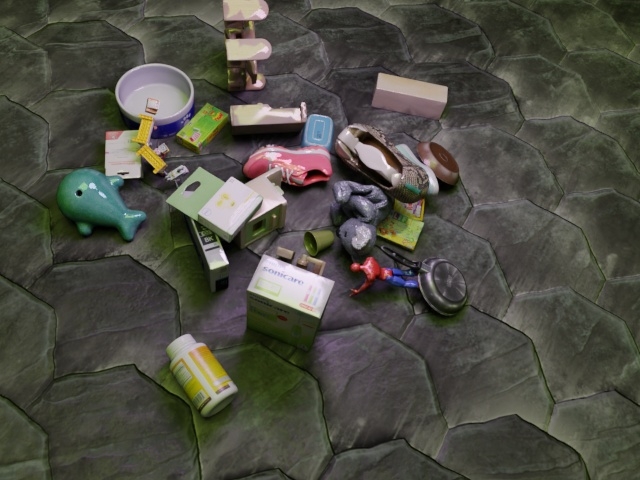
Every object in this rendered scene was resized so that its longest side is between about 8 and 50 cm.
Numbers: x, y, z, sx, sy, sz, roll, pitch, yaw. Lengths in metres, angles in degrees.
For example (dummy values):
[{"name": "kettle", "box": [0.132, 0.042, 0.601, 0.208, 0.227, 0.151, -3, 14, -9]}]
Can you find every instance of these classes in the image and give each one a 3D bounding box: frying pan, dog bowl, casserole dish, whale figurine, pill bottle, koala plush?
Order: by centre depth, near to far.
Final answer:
[{"name": "pill bottle", "box": [-0.330, 0.364, 1.552, 0.117, 0.117, 0.215, -33, 70, -23]}, {"name": "whale figurine", "box": [-0.677, -0.109, 1.748, 0.272, 0.141, 0.216, 34, 83, -2]}, {"name": "frying pan", "box": [0.351, 0.089, 1.790, 0.326, 0.053, 0.197, 51, 50, -2]}, {"name": "koala plush", "box": [0.128, -0.047, 1.802, 0.203, 0.196, 0.221, 5, 65, 0]}, {"name": "dog bowl", "box": [-0.579, -0.493, 2.010, 0.264, 0.104, 0.265, 4, 60, -6]}, {"name": "casserole dish", "box": [-0.008, -0.393, 2.074, 0.114, 0.037, 0.189, 9, 61, -2]}]

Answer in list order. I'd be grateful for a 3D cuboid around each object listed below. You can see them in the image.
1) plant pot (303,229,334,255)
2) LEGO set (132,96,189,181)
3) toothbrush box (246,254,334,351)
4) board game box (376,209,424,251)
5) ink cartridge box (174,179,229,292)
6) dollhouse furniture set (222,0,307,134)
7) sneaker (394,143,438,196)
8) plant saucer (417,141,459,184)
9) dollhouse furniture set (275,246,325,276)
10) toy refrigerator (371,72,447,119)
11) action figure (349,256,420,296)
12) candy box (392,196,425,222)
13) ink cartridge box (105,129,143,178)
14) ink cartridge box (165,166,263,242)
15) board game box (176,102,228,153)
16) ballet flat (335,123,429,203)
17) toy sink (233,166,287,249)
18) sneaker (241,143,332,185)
[{"name": "plant pot", "box": [0.000, 0.000, 1.835, 0.079, 0.083, 0.083, -17, 64, -31]}, {"name": "LEGO set", "box": [-0.542, -0.317, 1.880, 0.132, 0.107, 0.287, -22, 84, -4]}, {"name": "toothbrush box", "box": [-0.092, 0.182, 1.594, 0.206, 0.283, 0.122, 21, 60, 3]}, {"name": "board game box", "box": [0.256, -0.040, 1.902, 0.154, 0.026, 0.104, 23, 74, 5]}, {"name": "ink cartridge box", "box": [-0.362, -0.021, 1.739, 0.065, 0.165, 0.333, -19, 66, -18]}, {"name": "dollhouse furniture set", "box": [-0.197, -0.585, 1.985, 0.256, 0.362, 0.395, -4, 89, -9]}, {"name": "sneaker", "box": [0.285, -0.220, 1.954, 0.151, 0.094, 0.256, -22, 53, -19]}, {"name": "plant saucer", "box": [0.427, -0.285, 2.017, 0.198, 0.036, 0.199, 27, 38, -23]}, {"name": "dollhouse furniture set", "box": [-0.074, 0.101, 1.740, 0.151, 0.144, 0.123, 18, 89, 1]}, {"name": "toy refrigerator", "box": [0.339, -0.552, 2.176, 0.269, 0.102, 0.094, 11, 60, -1]}, {"name": "action figure", "box": [0.201, 0.127, 1.789, 0.280, 0.139, 0.092, 16, 55, -25]}, {"name": "candy box", "box": [0.314, -0.158, 1.991, 0.105, 0.027, 0.206, 10, 60, 3]}, {"name": "ink cartridge box", "box": [-0.652, -0.269, 1.894, 0.115, 0.067, 0.198, -4, 60, -10]}, {"name": "ink cartridge box", "box": [-0.312, -0.121, 1.682, 0.235, 0.056, 0.171, 33, 58, 6]}, {"name": "board game box", "box": [-0.416, -0.398, 2.014, 0.092, 0.043, 0.181, 30, 61, 8]}, {"name": "ballet flat", "box": [0.160, -0.285, 1.858, 0.182, 0.164, 0.483, 22, 18, -44]}, {"name": "toy sink", "box": [-0.189, -0.102, 1.817, 0.234, 0.153, 0.131, -32, 70, -24]}, {"name": "sneaker", "box": [-0.105, -0.243, 1.914, 0.313, 0.116, 0.136, -8, 49, -12]}]
